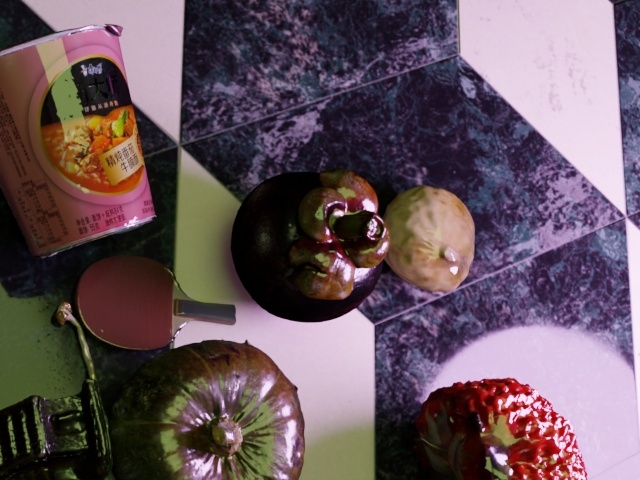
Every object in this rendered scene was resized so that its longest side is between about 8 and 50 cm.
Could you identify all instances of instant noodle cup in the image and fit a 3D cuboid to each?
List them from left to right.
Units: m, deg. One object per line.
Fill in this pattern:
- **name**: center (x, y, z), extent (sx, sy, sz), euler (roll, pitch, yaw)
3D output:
- **instant noodle cup**: center (-0.321, -0.119, 1.750), extent (0.244, 0.244, 0.255), euler (-20, 93, -29)

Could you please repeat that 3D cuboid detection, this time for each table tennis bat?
- **table tennis bat**: center (-0.216, 0.086, 1.839), extent (0.220, 0.019, 0.130), euler (8, 68, -23)

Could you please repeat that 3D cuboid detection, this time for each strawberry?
- **strawberry**: center (0.263, 0.303, 1.882), extent (0.258, 0.261, 0.261), euler (-14, 81, -21)

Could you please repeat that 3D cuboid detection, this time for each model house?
- **model house**: center (-0.336, 0.266, 1.678), extent (0.152, 0.106, 0.165), euler (-5, 73, -28)

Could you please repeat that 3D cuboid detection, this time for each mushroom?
- **mushroom**: center (-0.284, 0.213, 1.769), extent (0.028, 0.026, 0.286), euler (-17, 84, -12)

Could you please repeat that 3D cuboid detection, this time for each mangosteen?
- **mangosteen**: center (0.000, 0.000, 1.838), extent (0.211, 0.250, 0.211), euler (10, 70, -29)

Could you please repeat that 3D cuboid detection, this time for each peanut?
- **peanut**: center (0.153, -0.004, 1.992), extent (0.141, 0.109, 0.159), euler (30, 51, -26)

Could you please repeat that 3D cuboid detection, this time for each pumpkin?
- **pumpkin**: center (-0.137, 0.247, 1.731), extent (0.260, 0.189, 0.260), euler (7, 71, -22)
